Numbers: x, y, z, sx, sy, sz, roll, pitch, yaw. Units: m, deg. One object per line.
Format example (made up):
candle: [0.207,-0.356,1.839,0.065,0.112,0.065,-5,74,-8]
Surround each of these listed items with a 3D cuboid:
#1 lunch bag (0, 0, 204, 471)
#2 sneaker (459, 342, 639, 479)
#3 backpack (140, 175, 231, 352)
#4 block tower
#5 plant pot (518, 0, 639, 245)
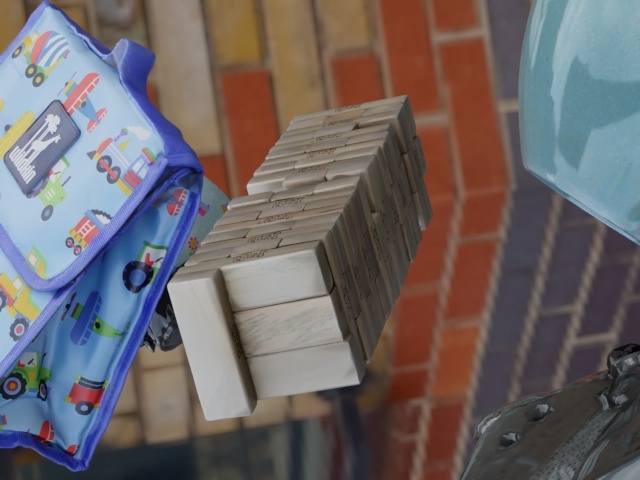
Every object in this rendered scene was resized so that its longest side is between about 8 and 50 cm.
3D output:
lunch bag: [-0.197,-0.017,1.379,0.293,0.138,0.221,-57,45,17]
sneaker: [0.164,0.071,0.670,0.202,0.483,0.185,29,152,58]
backpack: [-0.149,-0.011,1.573,0.182,0.152,0.115,41,135,12]
block tower: [0.000,0.000,1.201,0.335,0.097,0.091,-58,-46,-65]
plant pot: [0.268,-0.103,1.472,0.195,0.290,0.290,-56,13,3]
